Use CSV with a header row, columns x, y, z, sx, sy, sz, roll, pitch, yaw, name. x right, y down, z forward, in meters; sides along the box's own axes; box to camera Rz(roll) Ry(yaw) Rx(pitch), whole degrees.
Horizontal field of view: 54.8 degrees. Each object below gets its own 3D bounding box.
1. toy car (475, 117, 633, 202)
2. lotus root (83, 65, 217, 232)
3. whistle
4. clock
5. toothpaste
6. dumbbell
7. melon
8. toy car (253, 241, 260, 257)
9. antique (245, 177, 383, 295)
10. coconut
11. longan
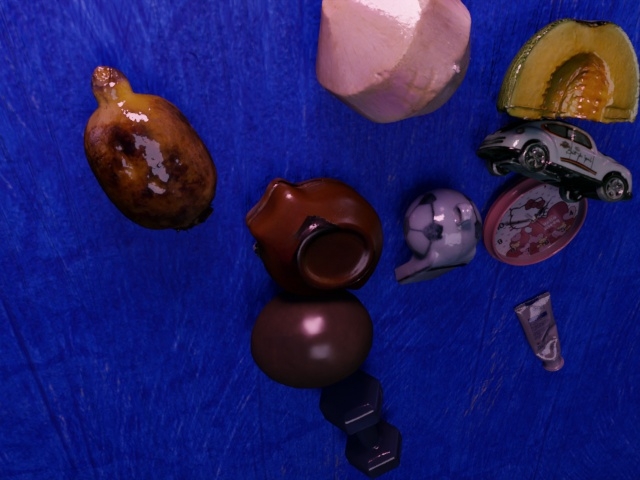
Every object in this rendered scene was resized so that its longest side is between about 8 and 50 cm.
x,y,z,sx,sy,sz,roll,pitch,yaw,name
0.450,-0.155,1.165,0.306,0.136,0.125,15,89,-14,toy car
-0.260,-0.120,0.944,0.169,0.141,0.314,-24,132,3,lotus root
0.228,-0.016,1.231,0.164,0.163,0.289,-7,167,-15,whistle
0.461,-0.047,1.331,0.245,0.056,0.244,-10,130,-12,clock
0.580,0.240,1.615,0.096,0.061,0.266,-28,125,4,toothpaste
0.107,0.459,1.547,0.144,0.160,0.324,-46,138,-23,dumbbell
0.420,-0.298,1.079,0.265,0.129,0.169,0,108,-15,melon
-0.085,0.000,1.183,0.093,0.025,0.041,-35,130,-5,toy car
0.000,0.000,1.134,0.223,0.129,0.278,-49,129,5,antique
0.100,-0.289,0.909,0.237,0.197,0.236,-12,136,-12,coconut
-0.010,0.192,1.240,0.246,0.215,0.246,10,164,3,longan
